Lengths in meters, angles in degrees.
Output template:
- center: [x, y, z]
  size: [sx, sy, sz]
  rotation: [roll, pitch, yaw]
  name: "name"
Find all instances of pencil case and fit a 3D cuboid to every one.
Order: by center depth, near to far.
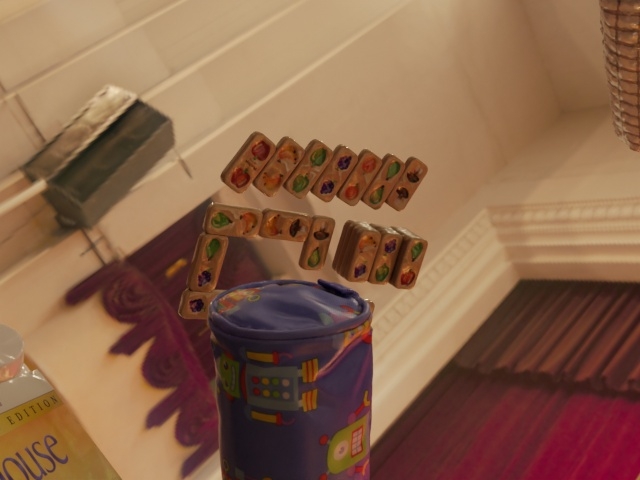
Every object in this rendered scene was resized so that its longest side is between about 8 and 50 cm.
- center: [-0.012, 0.176, 0.664]
  size: [0.119, 0.133, 0.305]
  rotation: [19, -59, 45]
  name: "pencil case"

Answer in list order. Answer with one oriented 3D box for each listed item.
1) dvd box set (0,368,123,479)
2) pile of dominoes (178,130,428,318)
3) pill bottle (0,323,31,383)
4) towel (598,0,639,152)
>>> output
- center: [-0.133, 0.282, 0.496]
  size: [0.420, 0.062, 0.307]
  rotation: [52, 6, 4]
  name: "dvd box set"
- center: [0.000, 0.000, 0.829]
  size: [0.040, 0.251, 0.195]
  rotation: [35, -67, 51]
  name: "pile of dominoes"
- center: [-0.396, 0.207, 0.963]
  size: [0.121, 0.121, 0.216]
  rotation: [30, -58, 28]
  name: "pill bottle"
- center: [0.377, -0.177, 0.667]
  size: [0.284, 0.121, 0.235]
  rotation: [0, -27, 23]
  name: "towel"
